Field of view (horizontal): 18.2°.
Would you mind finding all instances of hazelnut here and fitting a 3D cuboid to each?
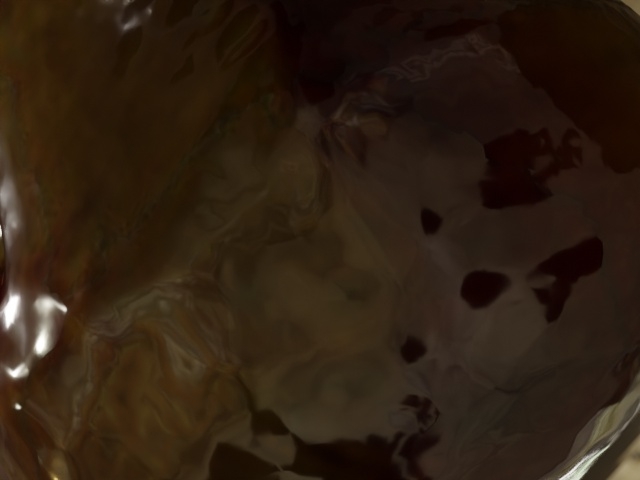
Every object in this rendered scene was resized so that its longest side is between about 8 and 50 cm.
[{"bbox_3d":[0.000,0.000,0.564,0.217,0.217,0.251,-17,2,-38],"label":"hazelnut"}]
